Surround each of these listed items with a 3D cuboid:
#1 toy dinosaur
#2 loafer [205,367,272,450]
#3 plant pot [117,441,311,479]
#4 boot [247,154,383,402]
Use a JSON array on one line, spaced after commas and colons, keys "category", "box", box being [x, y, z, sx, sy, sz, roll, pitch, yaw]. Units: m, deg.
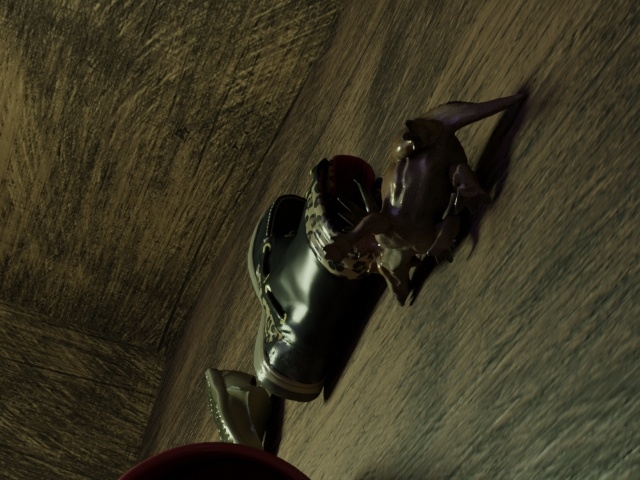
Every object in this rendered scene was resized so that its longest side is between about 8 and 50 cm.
[{"category": "toy dinosaur", "box": [0.104, -0.062, 1.442, 0.296, 0.127, 0.200, -61, 5, 18]}, {"category": "loafer", "box": [-0.119, 0.275, 2.090, 0.268, 0.092, 0.102, -120, 21, -59]}, {"category": "plant pot", "box": [-0.101, 0.336, 1.401, 0.243, 0.275, 0.275, 72, -143, -86]}, {"category": "boot", "box": [0.000, 0.000, 1.832, 0.377, 0.138, 0.284, -87, 18, -50]}]
